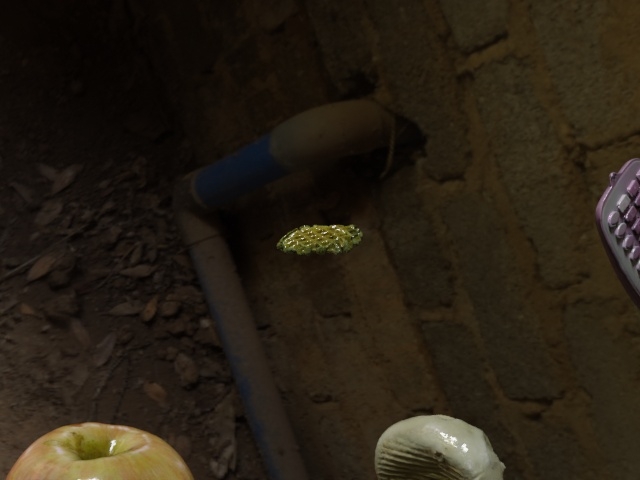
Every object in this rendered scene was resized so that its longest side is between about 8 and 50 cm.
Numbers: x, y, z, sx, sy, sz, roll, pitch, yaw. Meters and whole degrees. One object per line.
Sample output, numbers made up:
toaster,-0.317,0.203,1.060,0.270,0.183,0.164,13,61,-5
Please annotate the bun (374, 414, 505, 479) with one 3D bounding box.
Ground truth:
bun,0.202,0.372,1.238,0.133,0.231,0.231,-24,94,-47

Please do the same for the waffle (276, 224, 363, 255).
waffle,0.000,0.000,1.740,0.169,0.184,0.036,-36,124,-58

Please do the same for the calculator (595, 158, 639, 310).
calculator,0.542,0.005,1.286,0.194,0.043,0.294,-47,112,-27

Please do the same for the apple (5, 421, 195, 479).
apple,-0.432,0.561,1.549,0.392,0.391,0.346,-6,102,-38
